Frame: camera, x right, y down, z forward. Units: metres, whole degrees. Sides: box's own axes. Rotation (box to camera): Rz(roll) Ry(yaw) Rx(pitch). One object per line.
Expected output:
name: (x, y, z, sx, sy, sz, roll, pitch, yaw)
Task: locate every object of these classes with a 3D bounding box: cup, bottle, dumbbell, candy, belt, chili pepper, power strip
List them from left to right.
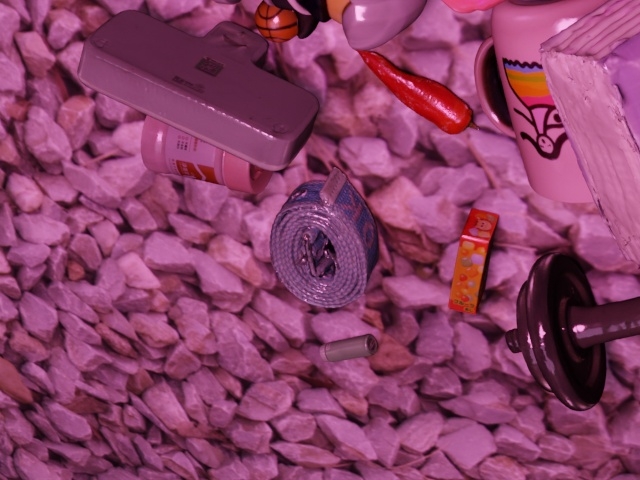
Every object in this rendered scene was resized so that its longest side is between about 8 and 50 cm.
power strip: (-0.125, -0.189, 1.321, 0.265, 0.193, 0.059, 26, 128, 5)
belt: (0.002, 0.007, 1.486, 0.148, 0.082, 0.163, -23, 114, 31)
bottle: (0.039, 0.153, 1.612, 0.083, 0.030, 0.030, -15, 117, 34)
chili pepper: (0.110, -0.175, 1.333, 0.178, 0.027, 0.045, 37, 132, -2)
candy: (0.190, 0.027, 1.426, 0.038, 0.062, 0.122, 15, 129, 12)
cup: (0.257, -0.175, 1.177, 0.253, 0.191, 0.200, 11, 130, 52)
dumbbell: (0.349, 0.093, 1.319, 0.290, 0.192, 0.192, -15, 117, 32)

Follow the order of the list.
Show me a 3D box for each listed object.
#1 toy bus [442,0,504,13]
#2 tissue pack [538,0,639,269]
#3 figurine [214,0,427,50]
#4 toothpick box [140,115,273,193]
toy bus: (0.142, -0.388, 0.903, 0.203, 0.427, 0.233, -29, 120, 37)
tissue pack: (0.389, -0.155, 1.029, 0.242, 0.344, 0.125, 61, 167, -23)
figurine: (0.002, -0.286, 1.232, 0.236, 0.133, 0.176, 12, 138, 20)
toothpick box: (-0.139, -0.120, 1.442, 0.149, 0.098, 0.098, 13, 129, 17)
